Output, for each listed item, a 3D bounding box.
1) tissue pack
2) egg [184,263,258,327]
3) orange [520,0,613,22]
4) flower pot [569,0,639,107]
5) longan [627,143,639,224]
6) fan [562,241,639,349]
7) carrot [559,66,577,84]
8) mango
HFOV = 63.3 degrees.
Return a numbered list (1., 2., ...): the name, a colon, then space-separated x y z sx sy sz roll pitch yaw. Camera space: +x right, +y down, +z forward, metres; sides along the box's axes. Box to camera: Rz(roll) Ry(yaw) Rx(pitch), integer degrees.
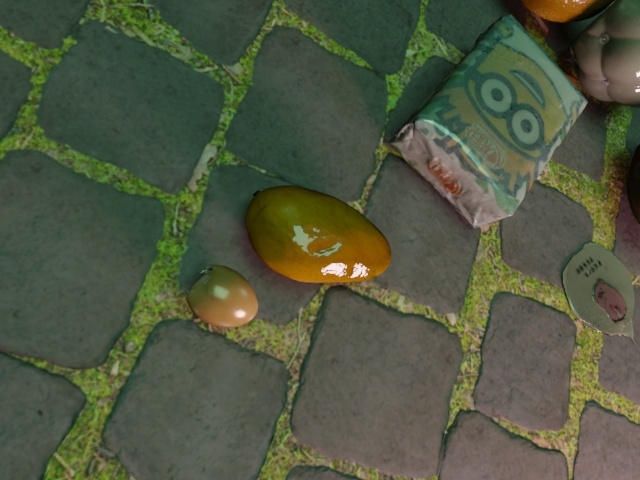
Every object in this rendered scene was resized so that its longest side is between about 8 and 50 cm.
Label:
1. tissue pack: 0.298 -0.209 0.909 0.228 0.128 0.311 44 68 -6
2. egg: -0.130 0.079 0.701 0.096 0.080 0.080 44 66 -17
3. orange: 0.489 -0.545 1.014 0.237 0.236 0.236 5 76 -20
4. flower pot: 0.627 -0.382 1.014 0.246 0.246 0.195 -40 85 -24
5. longan: 0.707 -0.105 0.992 0.248 0.248 0.248 5 76 -20
6. fan: 0.573 0.151 0.990 0.182 0.010 0.310 -33 90 -25
7. carrot: 0.443 -0.345 1.045 0.216 0.048 0.048 6 75 -25
8. mango: 0.000 0.000 0.755 0.228 0.109 0.147 21 47 -15
